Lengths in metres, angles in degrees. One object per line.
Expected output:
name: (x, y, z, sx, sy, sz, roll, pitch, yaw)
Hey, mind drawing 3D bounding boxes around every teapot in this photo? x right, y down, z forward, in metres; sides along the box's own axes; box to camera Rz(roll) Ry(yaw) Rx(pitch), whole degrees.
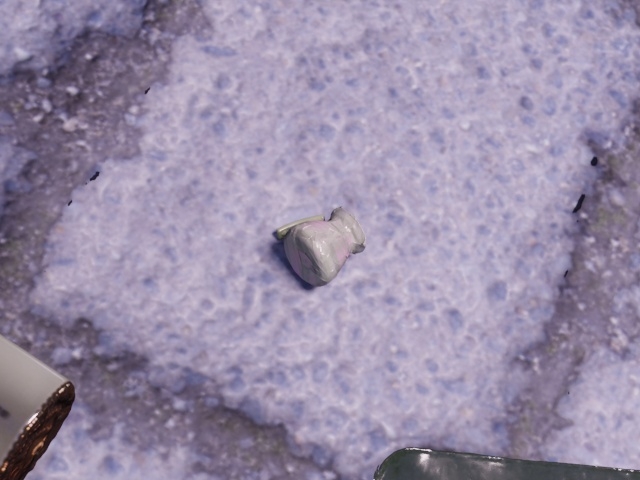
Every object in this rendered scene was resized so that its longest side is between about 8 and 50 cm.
teapot: (0.000, 0.000, 1.392, 0.064, 0.064, 0.083, -32, 44, -28)

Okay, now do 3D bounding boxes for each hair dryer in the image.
hair dryer: (-0.385, 0.216, 1.205, 0.203, 0.128, 0.362, 32, 73, 4)

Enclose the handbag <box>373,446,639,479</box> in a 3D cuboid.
handbag: (0.164, 0.307, 1.247, 0.260, 0.079, 0.247, 5, 66, 6)
